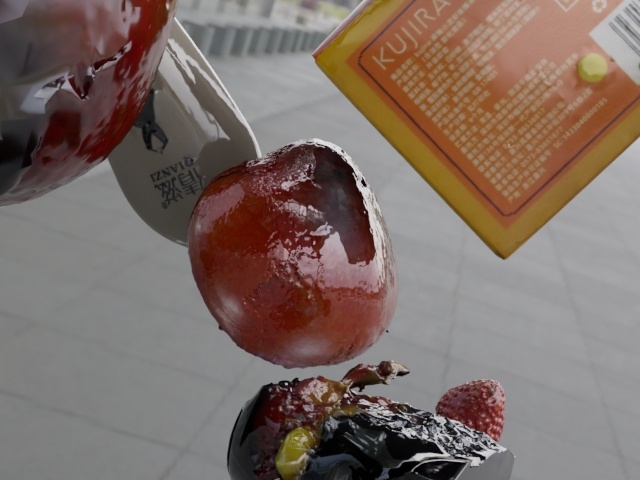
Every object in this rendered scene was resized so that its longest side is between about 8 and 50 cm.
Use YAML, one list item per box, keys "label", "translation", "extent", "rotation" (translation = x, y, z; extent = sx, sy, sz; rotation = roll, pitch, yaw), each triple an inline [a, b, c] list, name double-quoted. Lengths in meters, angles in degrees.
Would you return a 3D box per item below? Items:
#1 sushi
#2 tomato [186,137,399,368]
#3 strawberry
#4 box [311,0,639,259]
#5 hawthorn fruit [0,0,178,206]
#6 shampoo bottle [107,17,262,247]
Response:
- label: "sushi"
  translation: [0.021, 0.150, 0.804]
  extent: [0.150, 0.153, 0.172]
  rotation: [18, 22, 19]
- label: "tomato"
  translation: [0.000, 0.000, 1.000]
  extent: [0.189, 0.099, 0.173]
  rotation: [-18, 72, -38]
- label: "strawberry"
  translation: [0.148, 0.167, 1.297]
  extent: [0.073, 0.083, 0.073]
  rotation: [7, 48, -8]
- label: "box"
  translation: [0.172, -0.162, 1.006]
  extent: [0.214, 0.283, 0.259]
  rotation: [47, 10, 1]
- label: "hawthorn fruit"
  translation: [-0.219, -0.150, 0.768]
  extent: [0.316, 0.316, 0.316]
  rotation: [17, 10, -3]
- label: "shampoo bottle"
  translation: [-0.123, -0.087, 1.109]
  extent: [0.127, 0.257, 0.078]
  rotation: [-23, 15, 18]
